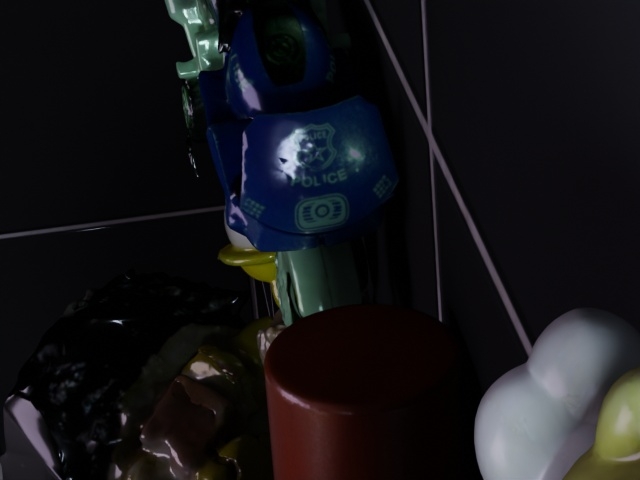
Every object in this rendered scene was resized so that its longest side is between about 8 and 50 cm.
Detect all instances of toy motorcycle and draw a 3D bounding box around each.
[{"bbox_3d":[-0.025,-0.092,1.045,0.196,0.125,0.331,97,162,-65],"label":"toy motorcycle"}]

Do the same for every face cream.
[{"bbox_3d":[0.027,0.145,0.871,0.096,0.096,0.214,-106,10,-61],"label":"face cream"}]

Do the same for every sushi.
[{"bbox_3d":[-0.098,0.208,1.613,0.329,0.285,0.327,-24,-62,-55],"label":"sushi"}]

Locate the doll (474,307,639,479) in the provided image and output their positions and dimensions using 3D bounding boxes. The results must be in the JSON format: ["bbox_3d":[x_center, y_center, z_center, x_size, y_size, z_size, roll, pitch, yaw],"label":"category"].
[{"bbox_3d":[0.074,0.072,0.388,0.162,0.062,0.106,-115,22,-74],"label":"doll"}]

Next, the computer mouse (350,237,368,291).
[{"bbox_3d":[-0.002,0.000,1.163,0.096,0.039,0.066,53,-153,-50],"label":"computer mouse"}]

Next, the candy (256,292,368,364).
[{"bbox_3d":[0.006,0.089,1.208,0.095,0.085,0.110,18,-127,-86],"label":"candy"}]

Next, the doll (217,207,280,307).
[{"bbox_3d":[-0.042,-0.065,1.389,0.135,0.099,0.241,18,119,60],"label":"doll"}]
